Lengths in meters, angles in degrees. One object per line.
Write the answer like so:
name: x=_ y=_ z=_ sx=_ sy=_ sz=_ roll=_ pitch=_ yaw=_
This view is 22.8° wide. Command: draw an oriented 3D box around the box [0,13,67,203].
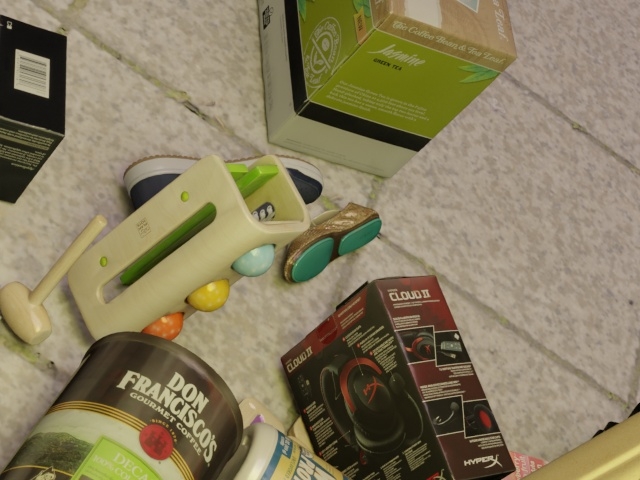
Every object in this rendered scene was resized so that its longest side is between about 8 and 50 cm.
box: x=-0.375 y=-0.155 z=1.903 sx=0.093 sy=0.158 sz=0.156 roll=16 pitch=52 yaw=-28

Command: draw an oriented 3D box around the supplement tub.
supplement tub: x=-0.029 y=0.315 z=1.813 sx=0.199 sy=0.144 sz=0.144 roll=35 pitch=45 yaw=-12

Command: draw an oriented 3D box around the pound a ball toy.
pound a ball toy: x=-0.189 y=0.035 z=1.831 sx=0.208 sy=0.319 sz=0.136 roll=-4 pitch=62 yaw=-57

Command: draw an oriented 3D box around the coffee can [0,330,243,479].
coffee can: x=-0.228 y=0.260 z=1.687 sx=0.201 sy=0.201 sz=0.275 roll=40 pitch=44 yaw=-8

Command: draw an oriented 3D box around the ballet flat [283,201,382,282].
ballet flat: x=0.000 y=0.000 z=2.165 sx=0.067 sy=0.073 sz=0.206 roll=33 pitch=34 yaw=25

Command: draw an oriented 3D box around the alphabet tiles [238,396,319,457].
alphabet tiles: x=-0.033 y=0.332 z=1.918 sx=0.278 sy=0.021 sz=0.284 roll=44 pitch=43 yaw=-3

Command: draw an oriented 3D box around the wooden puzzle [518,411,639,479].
wooden puzzle: x=0.365 y=0.398 z=1.815 sx=0.348 sy=0.322 sz=0.080 roll=61 pitch=1 yaw=18

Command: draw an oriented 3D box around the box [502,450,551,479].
box: x=0.207 y=0.418 z=1.947 sx=0.142 sy=0.154 sz=0.300 roll=18 pitch=51 yaw=-27

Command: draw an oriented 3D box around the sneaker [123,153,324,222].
sneaker: x=-0.109 y=-0.027 z=2.060 sx=0.282 sy=0.099 sz=0.153 roll=0 pitch=55 yaw=-30

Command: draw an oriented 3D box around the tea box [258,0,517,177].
tea box: x=0.083 y=-0.324 z=2.264 sx=0.220 sy=0.323 sz=0.329 roll=15 pitch=51 yaw=-29

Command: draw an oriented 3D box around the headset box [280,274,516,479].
headset box: x=0.083 y=0.194 z=1.934 sx=0.110 sy=0.218 sz=0.293 roll=-3 pitch=62 yaw=-40

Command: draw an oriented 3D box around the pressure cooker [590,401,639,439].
pressure cooker: x=0.536 y=0.375 z=2.036 sx=0.375 sy=0.420 sz=0.370 roll=-20 pitch=114 yaw=-52
